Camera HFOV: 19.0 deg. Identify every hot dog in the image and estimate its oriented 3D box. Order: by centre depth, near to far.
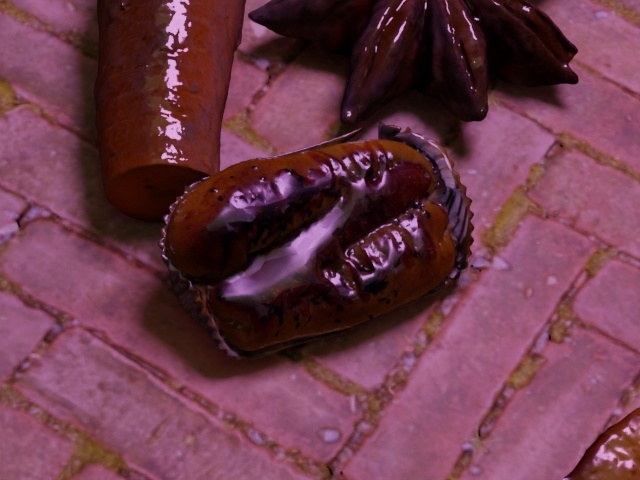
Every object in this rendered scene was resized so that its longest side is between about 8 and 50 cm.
[{"bbox_3d":[0.000,0.000,1.570,0.270,0.082,0.162,-18,93,-21],"label":"hot dog"}]

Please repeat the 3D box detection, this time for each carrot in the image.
[{"bbox_3d":[-0.130,-0.172,1.644,0.139,0.139,0.302,4,58,-6],"label":"carrot"}]

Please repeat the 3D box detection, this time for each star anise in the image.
[{"bbox_3d":[0.084,-0.225,1.724,0.315,0.108,0.315,2,60,-4],"label":"star anise"}]

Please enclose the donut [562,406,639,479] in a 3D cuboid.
[{"bbox_3d":[0.305,0.260,1.425,0.303,0.110,0.303,-2,69,5],"label":"donut"}]
